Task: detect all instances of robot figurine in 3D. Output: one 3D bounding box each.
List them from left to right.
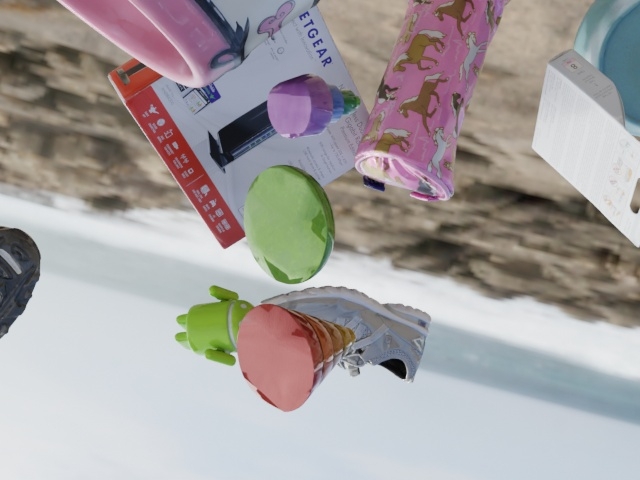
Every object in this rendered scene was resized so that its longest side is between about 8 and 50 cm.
[{"bbox_3d":[-0.125,0.111,1.582,0.115,0.101,0.067,-7,151,17],"label":"robot figurine"}]

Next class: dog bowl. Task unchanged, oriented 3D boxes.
[{"bbox_3d":[-0.202,-0.307,1.203,0.408,0.150,0.408,37,173,5],"label":"dog bowl"}]

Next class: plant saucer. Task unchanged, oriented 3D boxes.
[{"bbox_3d":[0.562,-0.296,1.985,0.317,0.318,0.044,16,-149,-11],"label":"plant saucer"}]

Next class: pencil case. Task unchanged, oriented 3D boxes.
[{"bbox_3d":[0.175,-0.254,1.880,0.160,0.386,0.167,20,165,-8],"label":"pencil case"}]

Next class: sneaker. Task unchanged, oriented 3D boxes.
[{"bbox_3d":[-0.342,0.061,1.033,0.100,0.271,0.108,50,-160,-22],"label":"sneaker"},{"bbox_3d":[0.041,0.136,1.777,0.281,0.115,0.105,13,162,-28],"label":"sneaker"}]

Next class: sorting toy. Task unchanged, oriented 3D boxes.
[{"bbox_3d":[0.000,0.000,1.359,0.127,0.366,0.126,18,-160,42],"label":"sorting toy"}]

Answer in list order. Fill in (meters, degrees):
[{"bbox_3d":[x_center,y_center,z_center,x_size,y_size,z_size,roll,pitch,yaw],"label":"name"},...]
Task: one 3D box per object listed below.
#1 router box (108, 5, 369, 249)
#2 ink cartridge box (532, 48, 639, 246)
[{"bbox_3d":[-0.100,-0.190,1.837,0.082,0.301,0.335,55,177,46],"label":"router box"},{"bbox_3d":[0.399,-0.130,1.750,0.232,0.066,0.189,44,156,27],"label":"ink cartridge box"}]
